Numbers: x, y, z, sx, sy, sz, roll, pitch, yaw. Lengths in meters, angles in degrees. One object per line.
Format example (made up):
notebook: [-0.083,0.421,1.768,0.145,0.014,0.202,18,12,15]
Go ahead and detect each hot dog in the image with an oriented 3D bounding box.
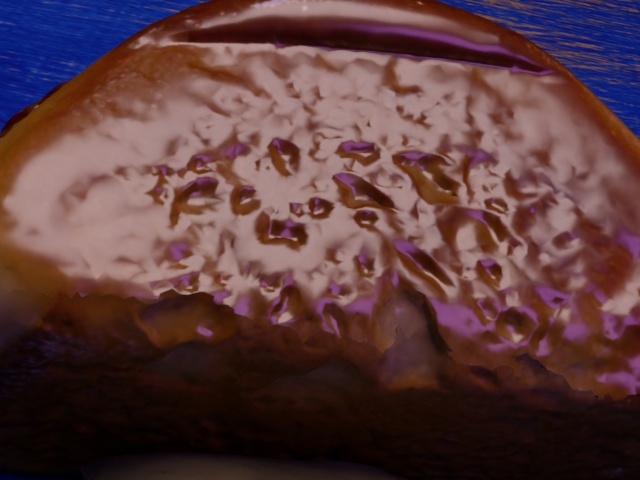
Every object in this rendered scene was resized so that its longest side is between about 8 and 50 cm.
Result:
hot dog: [0.000,0.001,0.961,0.405,0.185,0.223,7,60,-13]

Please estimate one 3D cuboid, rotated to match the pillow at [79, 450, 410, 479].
pillow: [0.002,0.172,0.792,0.185,0.075,0.302,10,20,-15]
